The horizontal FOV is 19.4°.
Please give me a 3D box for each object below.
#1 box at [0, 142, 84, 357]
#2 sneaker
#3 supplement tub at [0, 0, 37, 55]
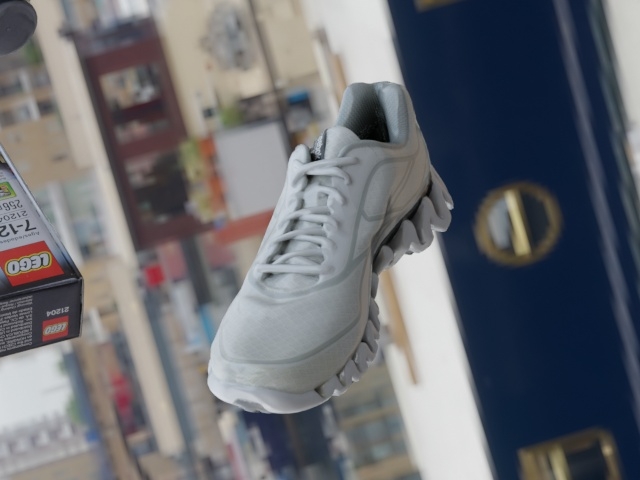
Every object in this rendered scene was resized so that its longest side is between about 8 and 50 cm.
[{"bbox_3d":[-0.216,0.018,0.785,0.114,0.207,0.036,52,146,40],"label":"box"},{"bbox_3d":[0.000,0.000,1.228,0.292,0.110,0.118,-60,-31,-48],"label":"sneaker"},{"bbox_3d":[-0.375,-0.278,1.972,0.198,0.106,0.106,49,161,34],"label":"supplement tub"}]
